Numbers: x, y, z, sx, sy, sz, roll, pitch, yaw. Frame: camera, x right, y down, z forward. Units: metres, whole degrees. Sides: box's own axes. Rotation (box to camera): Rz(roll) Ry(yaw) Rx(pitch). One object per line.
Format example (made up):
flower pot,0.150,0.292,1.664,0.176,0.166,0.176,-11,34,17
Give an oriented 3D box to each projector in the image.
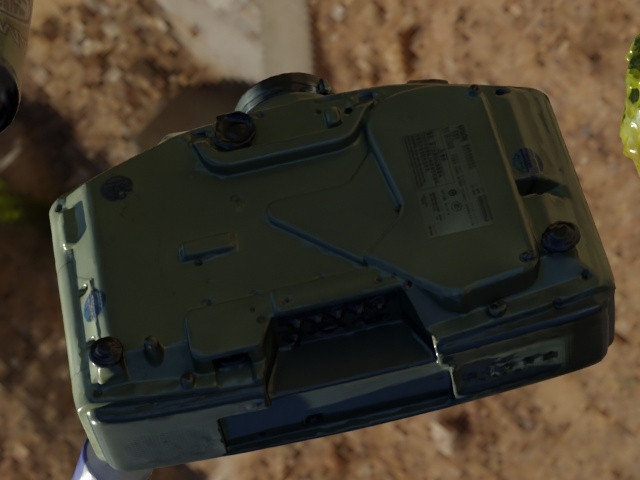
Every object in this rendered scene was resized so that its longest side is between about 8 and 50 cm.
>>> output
projector,0.000,0.000,0.980,0.088,0.270,0.193,79,178,-52

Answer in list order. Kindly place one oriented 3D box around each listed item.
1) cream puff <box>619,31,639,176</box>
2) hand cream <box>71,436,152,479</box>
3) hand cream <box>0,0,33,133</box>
cream puff,0.328,-0.158,1.533,0.185,0.282,0.282,48,161,35
hand cream,-0.159,0.177,1.407,0.053,0.084,0.142,43,142,8
hand cream,-0.175,-0.131,0.947,0.086,0.235,0.055,22,126,-23
